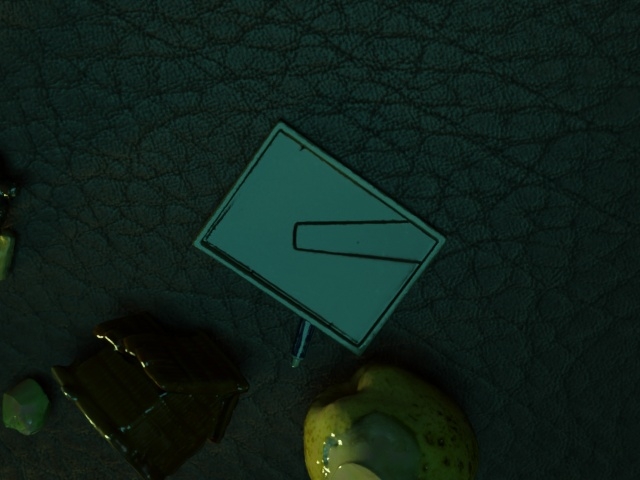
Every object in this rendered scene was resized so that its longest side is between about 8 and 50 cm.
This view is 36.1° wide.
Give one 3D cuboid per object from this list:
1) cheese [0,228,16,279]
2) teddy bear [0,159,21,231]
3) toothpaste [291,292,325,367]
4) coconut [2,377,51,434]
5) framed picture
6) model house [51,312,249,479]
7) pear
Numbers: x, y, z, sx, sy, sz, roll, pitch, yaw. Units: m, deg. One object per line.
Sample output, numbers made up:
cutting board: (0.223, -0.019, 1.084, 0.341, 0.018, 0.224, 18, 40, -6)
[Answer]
cheese: (-0.499, 0.020, 1.524, 0.044, 0.030, 0.083, 14, 112, -9)
teddy bear: (-0.505, -0.057, 1.485, 0.119, 0.078, 0.160, 7, 90, 22)
toothpaste: (-0.020, 0.138, 1.554, 0.037, 0.021, 0.139, 17, 102, -8)
coconut: (-0.472, 0.270, 1.572, 0.083, 0.081, 0.082, -14, 113, 52)
framed picture: (0.000, 0.000, 1.506, 0.324, 0.020, 0.240, 34, 99, -9)
model house: (-0.253, 0.229, 1.523, 0.229, 0.199, 0.219, -37, 145, -14)
pear: (0.103, 0.320, 1.505, 0.271, 0.271, 0.271, 0, 106, 1)
